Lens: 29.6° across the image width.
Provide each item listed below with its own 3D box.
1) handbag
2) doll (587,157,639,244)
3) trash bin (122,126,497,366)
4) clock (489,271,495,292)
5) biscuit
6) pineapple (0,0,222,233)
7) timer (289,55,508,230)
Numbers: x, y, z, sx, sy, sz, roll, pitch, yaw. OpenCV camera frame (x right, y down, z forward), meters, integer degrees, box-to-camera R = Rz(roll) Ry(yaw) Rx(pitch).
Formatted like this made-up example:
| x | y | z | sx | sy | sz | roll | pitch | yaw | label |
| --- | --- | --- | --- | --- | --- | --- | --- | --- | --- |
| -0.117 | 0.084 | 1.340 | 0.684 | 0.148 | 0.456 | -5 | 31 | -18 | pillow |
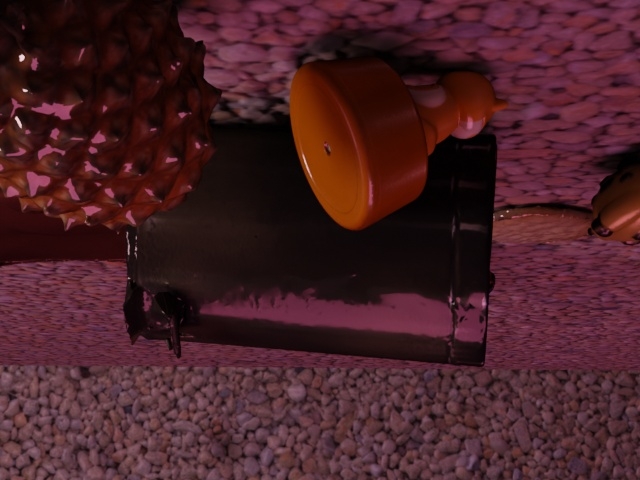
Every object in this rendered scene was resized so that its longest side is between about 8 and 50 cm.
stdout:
| x | y | z | sx | sy | sz | roll | pitch | yaw | label |
| --- | --- | --- | --- | --- | --- | --- | --- | --- | --- |
| -0.260 | -0.037 | 1.217 | 0.260 | 0.084 | 0.275 | 2 | 167 | 5 | handbag |
| 0.331 | -0.058 | 1.104 | 0.117 | 0.086 | 0.291 | -38 | 177 | -20 | doll |
| 0.000 | 0.000 | 1.069 | 0.302 | 0.252 | 0.203 | 3 | 133 | 8 | trash bin |
| 0.130 | 0.066 | 1.612 | 0.194 | 0.100 | 0.195 | 2 | 166 | 0 | clock |
| 0.250 | -0.016 | 1.424 | 0.152 | 0.020 | 0.152 | 0 | 168 | 0 | biscuit |
| -0.185 | -0.113 | 0.682 | 0.175 | 0.175 | 0.361 | -5 | 167 | 20 | pineapple |
| 0.071 | -0.092 | 0.934 | 0.152 | 0.132 | 0.132 | -19 | 174 | -20 | timer |
